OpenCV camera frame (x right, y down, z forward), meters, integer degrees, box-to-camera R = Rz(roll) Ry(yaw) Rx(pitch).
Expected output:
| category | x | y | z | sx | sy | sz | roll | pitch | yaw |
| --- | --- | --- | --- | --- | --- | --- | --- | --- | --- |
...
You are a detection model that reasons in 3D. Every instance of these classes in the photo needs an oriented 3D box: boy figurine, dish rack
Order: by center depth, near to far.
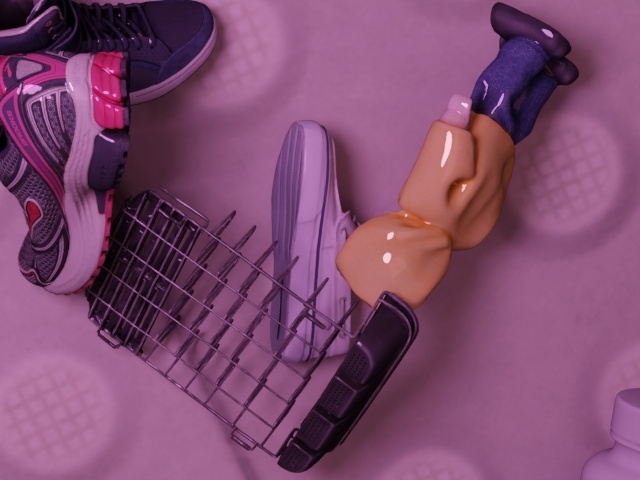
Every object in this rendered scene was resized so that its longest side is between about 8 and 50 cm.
| category | x | y | z | sx | sy | sz | roll | pitch | yaw |
| --- | --- | --- | --- | --- | --- | --- | --- | --- | --- |
| dish rack | -0.072 | 0.070 | 1.523 | 0.271 | 0.074 | 0.208 | 35 | 132 | 5 |
| boy figurine | 0.120 | -0.059 | 1.539 | 0.092 | 0.177 | 0.285 | 31 | 84 | 23 |

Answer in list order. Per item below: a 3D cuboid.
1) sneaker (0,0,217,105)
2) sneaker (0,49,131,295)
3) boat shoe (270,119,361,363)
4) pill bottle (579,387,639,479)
| category | x | y | z | sx | sy | sz | roll | pitch | yaw |
| --- | --- | --- | --- | --- | --- | --- | --- | --- | --- |
| sneaker | -0.188 | -0.180 | 1.449 | 0.226 | 0.163 | 0.086 | -21 | 63 | -16 |
| sneaker | -0.223 | -0.061 | 1.439 | 0.112 | 0.299 | 0.121 | 4 | 56 | -11 |
| boat shoe | 0.000 | 0.000 | 1.577 | 0.076 | 0.083 | 0.226 | -2 | 114 | -19 |
| pill bottle | 0.308 | 0.282 | 1.637 | 0.152 | 0.152 | 0.272 | 5 | 100 | -10 |
